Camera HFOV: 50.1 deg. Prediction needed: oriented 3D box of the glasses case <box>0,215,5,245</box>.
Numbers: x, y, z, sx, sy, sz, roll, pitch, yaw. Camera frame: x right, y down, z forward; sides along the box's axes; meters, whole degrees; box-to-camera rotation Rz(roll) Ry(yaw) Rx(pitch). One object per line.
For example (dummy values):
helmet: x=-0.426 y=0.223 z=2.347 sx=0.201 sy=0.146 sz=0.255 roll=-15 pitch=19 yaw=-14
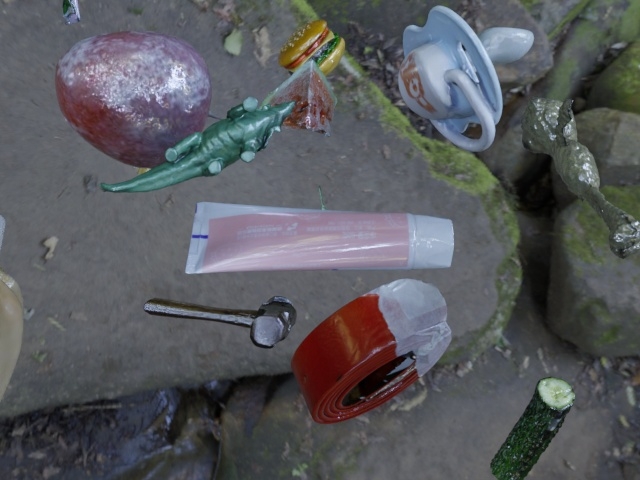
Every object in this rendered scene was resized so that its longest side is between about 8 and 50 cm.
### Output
glasses case: x=-0.763 y=0.011 z=1.550 sx=0.074 sy=0.194 sz=0.049 roll=11 pitch=135 yaw=-25

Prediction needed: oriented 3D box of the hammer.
hammer: x=-0.279 y=0.209 z=1.888 sx=0.408 sy=0.242 sz=0.096 roll=5 pitch=98 yaw=3

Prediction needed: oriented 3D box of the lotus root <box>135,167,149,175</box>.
lotus root: x=-0.362 y=-0.202 z=1.513 sx=0.095 sy=0.135 sz=0.159 roll=-7 pitch=56 yaw=-42

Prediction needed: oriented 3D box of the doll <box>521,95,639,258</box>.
doll: x=0.389 y=-0.100 z=1.033 sx=0.091 sy=0.202 sz=0.286 roll=-33 pitch=75 yaw=19

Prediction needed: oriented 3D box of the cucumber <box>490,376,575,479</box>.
cucumber: x=0.290 y=0.262 z=0.938 sx=0.058 sy=0.058 sz=0.187 roll=2 pitch=129 yaw=-17

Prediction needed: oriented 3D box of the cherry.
cherry: x=-0.286 y=-0.229 z=1.128 sx=0.285 sy=0.213 sz=0.236 roll=12 pitch=124 yaw=-33

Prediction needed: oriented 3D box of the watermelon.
watermelon: x=-0.010 y=-0.230 z=1.157 sx=0.098 sy=0.158 sz=0.121 roll=38 pitch=86 yaw=-33

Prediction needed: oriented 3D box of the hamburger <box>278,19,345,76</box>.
hamburger: x=-0.021 y=-0.433 z=1.582 sx=0.162 sy=0.162 sz=0.115 roll=-46 pitch=111 yaw=-6

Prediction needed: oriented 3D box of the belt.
belt: x=0.089 y=0.197 z=1.202 sx=0.227 sy=0.115 sz=0.324 roll=7 pitch=135 yaw=-44

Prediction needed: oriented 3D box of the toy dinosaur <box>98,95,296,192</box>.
toy dinosaur: x=-0.156 y=-0.124 z=0.949 sx=0.291 sy=0.120 sz=0.079 roll=-31 pitch=100 yaw=-22

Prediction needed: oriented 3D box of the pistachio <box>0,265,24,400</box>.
pistachio: x=-0.314 y=0.080 z=0.540 sx=0.143 sy=0.144 sz=0.215 roll=13 pitch=113 yaw=-18

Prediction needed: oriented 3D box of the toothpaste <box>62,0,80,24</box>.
toothpaste: x=-0.483 y=-0.501 z=1.304 sx=0.028 sy=0.045 sz=0.170 roll=-18 pitch=105 yaw=-57

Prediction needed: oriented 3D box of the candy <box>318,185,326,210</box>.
candy: x=0.006 y=-0.054 z=1.152 sx=0.025 sy=0.023 sz=0.083 roll=-11 pitch=68 yaw=8

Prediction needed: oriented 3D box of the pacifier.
pacifier: x=0.243 y=-0.271 z=1.084 sx=0.207 sy=0.279 sz=0.228 roll=-34 pitch=100 yaw=-7

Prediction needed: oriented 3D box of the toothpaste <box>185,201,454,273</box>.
toothpaste: x=0.000 y=0.000 z=0.514 sx=0.194 sy=0.043 sz=0.067 roll=2 pitch=53 yaw=-1
